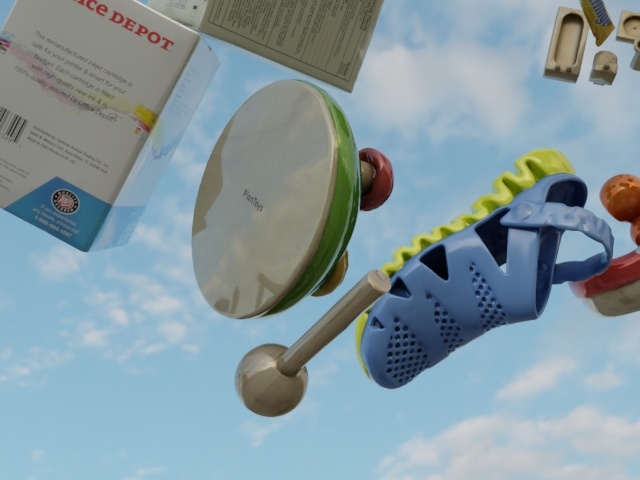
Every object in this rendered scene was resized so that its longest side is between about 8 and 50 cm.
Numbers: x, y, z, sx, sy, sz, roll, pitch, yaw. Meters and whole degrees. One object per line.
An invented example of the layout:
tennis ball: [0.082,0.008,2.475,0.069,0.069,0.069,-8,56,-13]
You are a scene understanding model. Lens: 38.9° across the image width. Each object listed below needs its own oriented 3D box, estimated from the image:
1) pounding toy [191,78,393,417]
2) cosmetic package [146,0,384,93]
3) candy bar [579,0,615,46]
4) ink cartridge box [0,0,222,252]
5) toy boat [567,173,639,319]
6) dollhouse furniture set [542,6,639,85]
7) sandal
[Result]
pounding toy: [0.000,0.000,0.679,0.110,0.236,0.183,16,-47,-36]
cosmetic package: [-0.062,-0.315,1.196,0.309,0.113,0.160,12,-80,-52]
candy bar: [0.378,-0.330,1.260,0.040,0.018,0.161,-50,-38,-1]
ink cartridge box: [-0.271,-0.153,1.058,0.198,0.197,0.270,29,-87,0]
toy boat: [0.387,-0.013,1.072,0.231,0.151,0.151,-39,-15,7]
dollhouse furniture set: [0.418,-0.310,1.304,0.151,0.144,0.123,14,-20,8]
sandal: [0.171,0.038,0.915,0.317,0.138,0.126,-42,-44,-5]
